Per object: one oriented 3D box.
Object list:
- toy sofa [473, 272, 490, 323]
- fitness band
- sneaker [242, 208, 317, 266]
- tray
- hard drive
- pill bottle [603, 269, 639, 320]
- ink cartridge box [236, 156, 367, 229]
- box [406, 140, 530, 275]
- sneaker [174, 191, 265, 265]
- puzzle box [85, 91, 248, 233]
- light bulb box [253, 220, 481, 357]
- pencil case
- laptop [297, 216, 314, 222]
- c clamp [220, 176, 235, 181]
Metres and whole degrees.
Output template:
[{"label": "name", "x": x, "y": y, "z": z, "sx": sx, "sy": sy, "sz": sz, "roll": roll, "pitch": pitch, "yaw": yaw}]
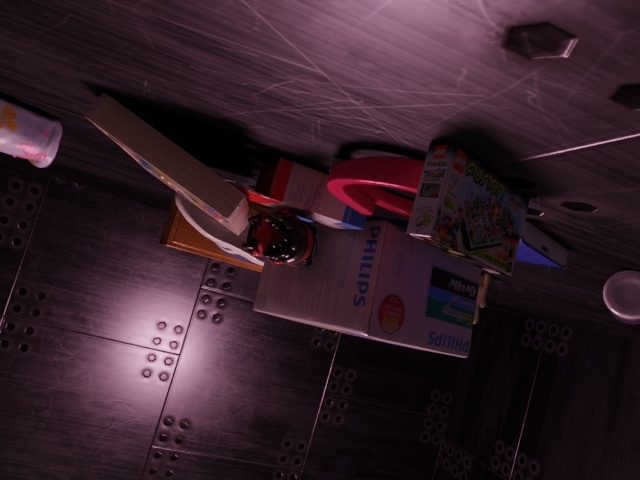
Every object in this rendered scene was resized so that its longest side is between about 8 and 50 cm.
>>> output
[{"label": "toy sofa", "x": 0.361, "y": 0.145, "z": 1.682, "sx": 0.363, "sy": 0.177, "sz": 0.150, "roll": 17, "pitch": 174, "yaw": -22}, {"label": "fitness band", "x": 0.133, "y": -0.071, "z": 0.797, "sx": 0.209, "sy": 0.054, "sz": 0.291, "roll": 10, "pitch": 174, "yaw": 29}, {"label": "sneaker", "x": -0.053, "y": 0.000, "z": 0.967, "sx": 0.135, "sy": 0.097, "sz": 0.276, "roll": 13, "pitch": 177, "yaw": -21}, {"label": "tray", "x": -0.271, "y": -0.029, "z": 1.608, "sx": 0.411, "sy": 0.202, "sz": 0.076, "roll": 19, "pitch": 174, "yaw": -34}, {"label": "hard drive", "x": 0.284, "y": -0.010, "z": 1.006, "sx": 0.319, "sy": 0.040, "sz": 0.210, "roll": 11, "pitch": 173, "yaw": 45}, {"label": "pill bottle", "x": 0.630, "y": 0.120, "z": 1.035, "sx": 0.094, "sy": 0.094, "sz": 0.169, "roll": 13, "pitch": 173, "yaw": 34}, {"label": "ink cartridge box", "x": -0.037, "y": -0.088, "z": 0.938, "sx": 0.231, "sy": 0.077, "sz": 0.134, "roll": 18, "pitch": 176, "yaw": -20}, {"label": "box", "x": 0.193, "y": -0.032, "z": 0.644, "sx": 0.207, "sy": 0.114, "sz": 0.036, "roll": 20, "pitch": 173, "yaw": -43}, {"label": "sneaker", "x": -0.283, "y": -0.034, "z": 1.464, "sx": 0.350, "sy": 0.131, "sz": 0.148, "roll": 41, "pitch": 154, "yaw": -28}, {"label": "puzzle box", "x": -0.258, "y": -0.117, "z": 0.982, "sx": 0.272, "sy": 0.052, "sz": 0.409, "roll": 35, "pitch": 174, "yaw": -3}, {"label": "light bulb box", "x": 0.109, "y": 0.107, "z": 1.167, "sx": 0.358, "sy": 0.225, "sz": 0.361, "roll": 20, "pitch": 168, "yaw": -41}, {"label": "pencil case", "x": -0.678, "y": -0.244, "z": 1.042, "sx": 0.124, "sy": 0.113, "sz": 0.273, "roll": 2, "pitch": 167, "yaw": 35}, {"label": "laptop", "x": 0.000, "y": 0.000, "z": 1.405, "sx": 0.264, "sy": 0.136, "sz": 0.234, "roll": 34, "pitch": -175, "yaw": 29}, {"label": "c clamp", "x": -0.266, "y": -0.148, "z": 1.309, "sx": 0.137, "sy": 0.022, "sz": 0.160, "roll": 17, "pitch": 176, "yaw": 5}]
